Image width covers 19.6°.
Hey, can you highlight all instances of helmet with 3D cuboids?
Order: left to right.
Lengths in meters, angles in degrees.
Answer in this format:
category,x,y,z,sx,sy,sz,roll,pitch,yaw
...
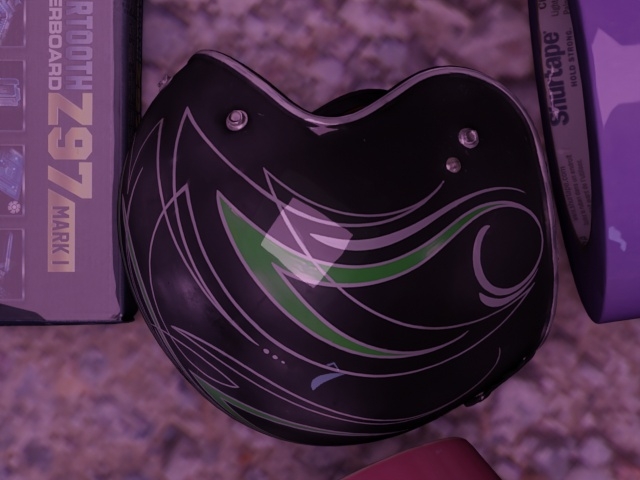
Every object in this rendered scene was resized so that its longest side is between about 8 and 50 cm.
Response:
category,x,y,z,sx,sy,sz,roll,pitch,yaw
helmet,0.000,0.000,0.758,0.161,0.169,0.169,-12,89,-15

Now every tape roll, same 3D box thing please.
category,x,y,z,sx,sy,sz,roll,pitch,yaw
tape roll,0.134,-0.065,0.740,0.080,0.189,0.189,-9,90,1

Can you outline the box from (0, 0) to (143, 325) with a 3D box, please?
category,x,y,z,sx,sy,sz,roll,pitch,yaw
box,-0.172,-0.078,0.814,0.183,0.059,0.232,-1,89,2

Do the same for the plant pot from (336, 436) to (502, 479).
category,x,y,z,sx,sy,sz,roll,pitch,yaw
plant pot,0.046,0.188,0.752,0.201,0.201,0.180,-29,73,1
